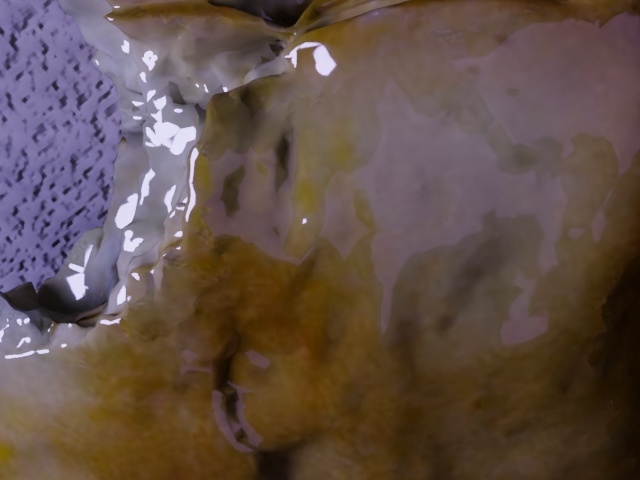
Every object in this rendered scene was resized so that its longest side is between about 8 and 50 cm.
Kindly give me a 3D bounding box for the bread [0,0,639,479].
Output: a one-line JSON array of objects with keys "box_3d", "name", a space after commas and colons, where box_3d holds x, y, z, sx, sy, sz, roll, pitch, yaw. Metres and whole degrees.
[{"box_3d": [0.000, 0.000, 0.528, 0.370, 0.191, 0.314, -15, 123, -6], "name": "bread"}]
